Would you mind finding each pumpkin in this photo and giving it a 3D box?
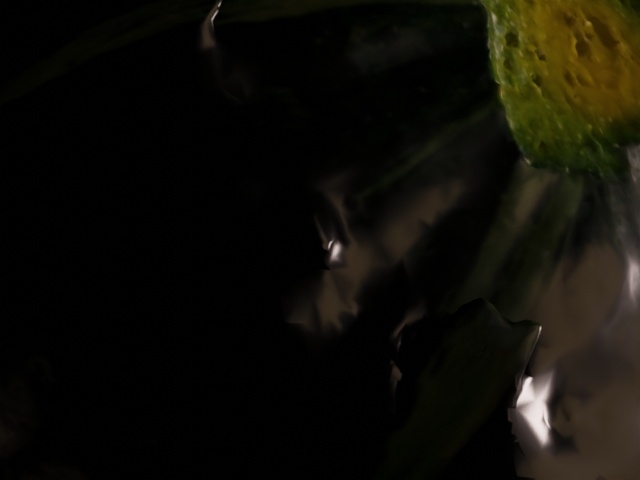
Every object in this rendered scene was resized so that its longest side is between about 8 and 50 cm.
[{"bbox_3d":[0.000,0.000,0.485,0.296,0.295,0.296,15,73,-58],"label":"pumpkin"}]
